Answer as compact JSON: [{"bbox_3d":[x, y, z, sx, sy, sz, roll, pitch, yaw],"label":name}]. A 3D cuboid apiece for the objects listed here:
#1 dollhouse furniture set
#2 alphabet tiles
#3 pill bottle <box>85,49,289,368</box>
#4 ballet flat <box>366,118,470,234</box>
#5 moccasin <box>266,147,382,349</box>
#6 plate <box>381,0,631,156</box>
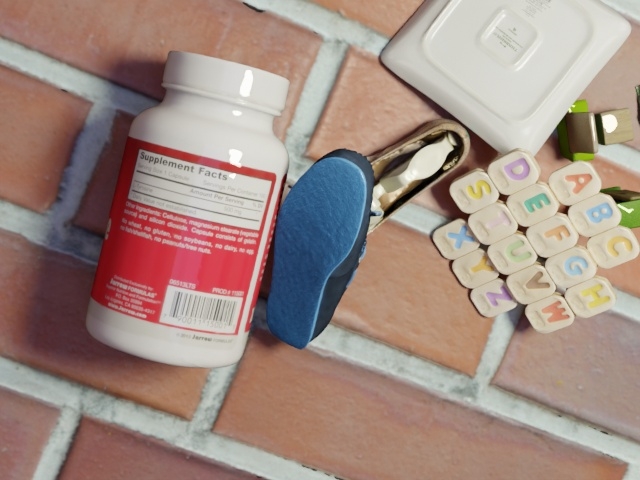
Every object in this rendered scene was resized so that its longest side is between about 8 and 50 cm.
[{"bbox_3d":[0.537,-0.143,1.604,0.302,0.151,0.197,-11,98,-8],"label":"dollhouse furniture set"},{"bbox_3d":[0.317,0.006,1.570,0.278,0.021,0.284,-26,103,32],"label":"alphabet tiles"},{"bbox_3d":[-0.173,-0.045,1.460,0.229,0.229,0.407,13,94,-11],"label":"pill bottle"},{"bbox_3d":[0.090,-0.081,1.561,0.316,0.106,0.107,-38,102,-3],"label":"ballet flat"},{"bbox_3d":[0.000,0.000,1.496,0.138,0.117,0.342,35,131,13],"label":"moccasin"},{"bbox_3d":[0.278,-0.298,1.562,0.277,0.045,0.278,38,89,5],"label":"plate"}]
